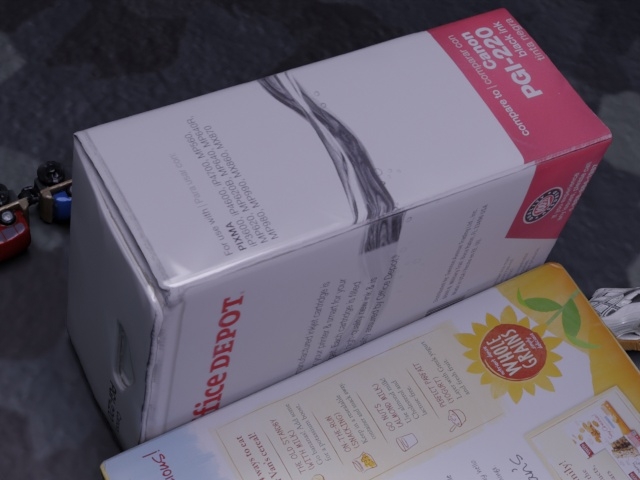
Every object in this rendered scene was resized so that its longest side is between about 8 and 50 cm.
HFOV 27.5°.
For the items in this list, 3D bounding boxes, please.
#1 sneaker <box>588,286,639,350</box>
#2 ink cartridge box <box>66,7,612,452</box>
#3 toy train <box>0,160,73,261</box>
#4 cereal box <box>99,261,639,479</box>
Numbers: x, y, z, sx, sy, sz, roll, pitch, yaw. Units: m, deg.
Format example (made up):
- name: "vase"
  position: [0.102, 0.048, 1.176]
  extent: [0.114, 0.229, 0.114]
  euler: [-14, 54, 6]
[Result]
- name: "sneaker"
  position: [0.143, 0.043, 0.679]
  extent: [0.083, 0.032, 0.037]
  euler: [-9, 33, -14]
- name: "ink cartridge box"
  position: [0.000, 0.000, 0.597]
  extent: [0.218, 0.158, 0.092]
  euler: [-21, 62, -25]
- name: "toy train"
  position: [-0.164, -0.007, 0.653]
  extent: [0.158, 0.027, 0.036]
  euler: [-25, 66, -26]
- name: "cereal box"
  position: [0.047, 0.126, 0.568]
  extent: [0.240, 0.047, 0.173]
  euler: [-22, 62, -17]
